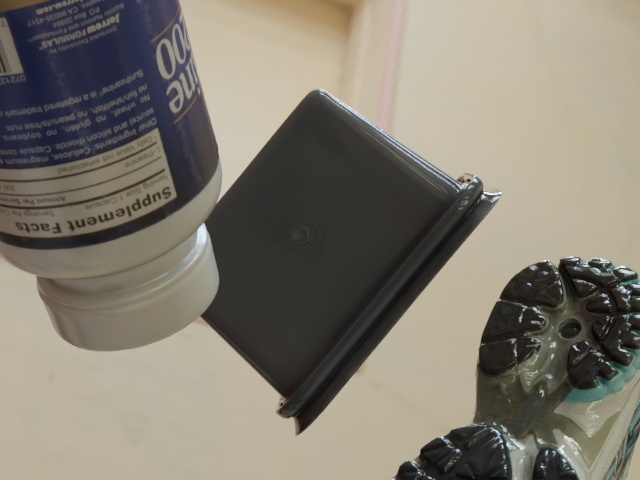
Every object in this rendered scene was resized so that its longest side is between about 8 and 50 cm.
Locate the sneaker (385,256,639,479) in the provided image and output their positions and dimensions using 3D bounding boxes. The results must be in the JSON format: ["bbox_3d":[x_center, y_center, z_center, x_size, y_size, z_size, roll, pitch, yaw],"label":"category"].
[{"bbox_3d":[0.109,0.145,0.742,0.110,0.122,0.283,14,-128,34],"label":"sneaker"}]

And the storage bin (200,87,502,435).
[{"bbox_3d":[0.000,0.000,0.625,0.135,0.091,0.098,-49,-178,5],"label":"storage bin"}]

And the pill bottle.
[{"bbox_3d":[-0.063,-0.033,0.372,0.067,0.067,0.120,-103,-179,-58],"label":"pill bottle"}]
